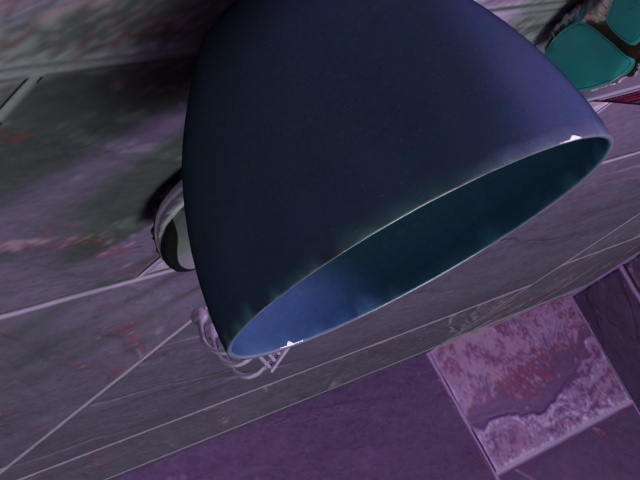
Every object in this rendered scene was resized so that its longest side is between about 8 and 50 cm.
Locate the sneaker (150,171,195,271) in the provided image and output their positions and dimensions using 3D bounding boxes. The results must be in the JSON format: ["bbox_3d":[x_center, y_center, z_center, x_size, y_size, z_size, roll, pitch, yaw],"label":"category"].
[{"bbox_3d":[-0.045,-0.035,1.282,0.100,0.108,0.271,-19,167,-48],"label":"sneaker"}]

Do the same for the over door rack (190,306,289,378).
[{"bbox_3d":[0.000,0.000,1.603,0.324,0.108,0.239,-43,170,-5],"label":"over door rack"}]

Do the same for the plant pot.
[{"bbox_3d":[0.021,-0.074,1.034,0.290,0.195,0.290,-28,169,-6],"label":"plant pot"}]

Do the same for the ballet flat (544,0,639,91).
[{"bbox_3d":[0.279,-0.207,1.392,0.077,0.091,0.241,-48,-179,-22],"label":"ballet flat"}]

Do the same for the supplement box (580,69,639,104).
[{"bbox_3d":[0.354,-0.189,1.576,0.130,0.073,0.239,-14,176,26],"label":"supplement box"}]
